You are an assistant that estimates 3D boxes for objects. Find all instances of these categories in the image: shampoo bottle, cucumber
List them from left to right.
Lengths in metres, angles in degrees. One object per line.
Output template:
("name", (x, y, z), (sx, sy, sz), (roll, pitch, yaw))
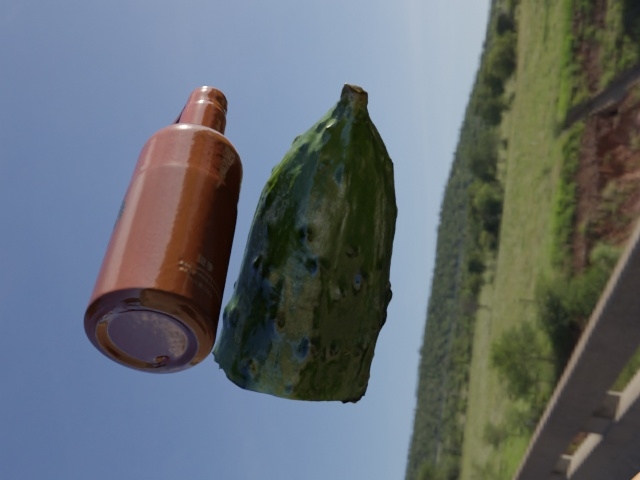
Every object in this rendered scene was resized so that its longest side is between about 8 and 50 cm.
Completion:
("shampoo bottle", (-0.097, -0.025, 0.587), (0.244, 0.085, 0.085), (-87, -6, -47))
("cucumber", (0.000, -0.001, 0.647), (0.134, 0.134, 0.245), (-52, -22, -68))

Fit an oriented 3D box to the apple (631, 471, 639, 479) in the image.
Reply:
("apple", (0.423, 0.360, 0.924), (0.210, 0.173, 0.235), (58, -171, -39))
